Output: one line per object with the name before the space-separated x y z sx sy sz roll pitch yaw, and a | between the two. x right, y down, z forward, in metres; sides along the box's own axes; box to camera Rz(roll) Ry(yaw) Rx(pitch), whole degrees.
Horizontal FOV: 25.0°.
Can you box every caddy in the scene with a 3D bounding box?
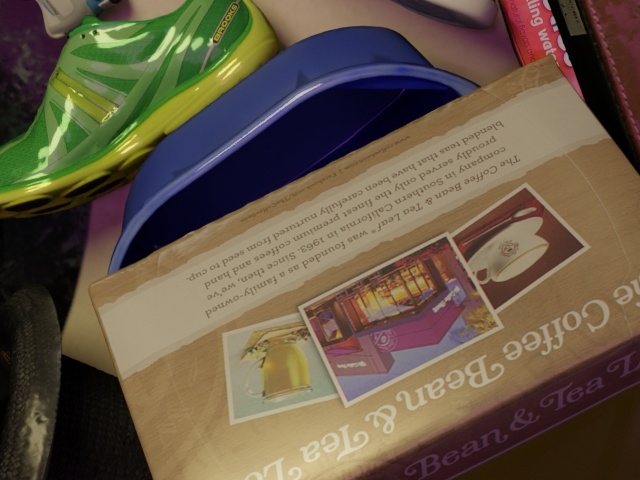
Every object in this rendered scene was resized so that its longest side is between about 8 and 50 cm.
caddy | 0.000 0.000 1.076 0.341 0.179 0.241 -36 117 10

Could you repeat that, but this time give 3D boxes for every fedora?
fedora | -0.209 0.201 1.132 0.152 0.334 0.334 15 100 -21

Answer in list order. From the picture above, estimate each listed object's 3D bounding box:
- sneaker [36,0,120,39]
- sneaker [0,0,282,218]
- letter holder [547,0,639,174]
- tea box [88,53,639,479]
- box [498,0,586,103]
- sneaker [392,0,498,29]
sneaker | -0.252 -0.243 1.170 0.083 0.071 0.191 -39 91 16
sneaker | -0.174 -0.112 1.167 0.295 0.109 0.124 -31 83 4
letter holder | 0.267 -0.160 0.930 0.214 0.152 0.302 -20 95 5
tea box | 0.079 0.116 0.939 0.329 0.323 0.220 -26 51 -1
box | 0.202 -0.206 1.077 0.154 0.142 0.300 -21 95 9
sneaker | 0.041 -0.267 1.061 0.295 0.104 0.147 38 99 36
